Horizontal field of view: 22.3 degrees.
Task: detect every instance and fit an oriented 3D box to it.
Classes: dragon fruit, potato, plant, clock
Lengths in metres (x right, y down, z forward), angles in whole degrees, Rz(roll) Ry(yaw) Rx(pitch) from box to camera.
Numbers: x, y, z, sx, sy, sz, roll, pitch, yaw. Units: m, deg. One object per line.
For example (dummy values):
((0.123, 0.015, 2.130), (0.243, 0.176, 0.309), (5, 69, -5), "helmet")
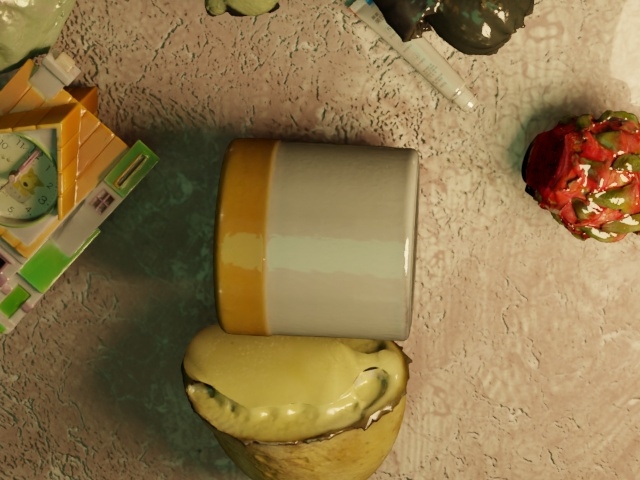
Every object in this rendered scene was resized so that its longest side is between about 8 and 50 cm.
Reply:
((0.342, -0.076, 1.931), (0.172, 0.166, 0.160), (19, 129, -22), "dragon fruit")
((-0.023, 0.220, 2.049), (0.285, 0.242, 0.242), (-6, 109, 0), "potato")
((0.129, -0.317, 1.870), (0.256, 0.142, 0.164), (40, 110, 4), "plant")
((-0.367, -0.077, 1.998), (0.235, 0.166, 0.309), (42, 112, -9), "clock")

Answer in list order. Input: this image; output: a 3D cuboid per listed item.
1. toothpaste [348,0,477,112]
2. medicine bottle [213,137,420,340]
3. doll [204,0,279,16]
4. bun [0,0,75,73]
((0.117, -0.229, 1.961), (0.190, 0.031, 0.048), (45, 111, -6), "toothpaste")
((0.000, 0.000, 1.947), (0.232, 0.238, 0.238), (3, 110, 4), "medicine bottle")
((-0.072, -0.361, 1.882), (0.143, 0.135, 0.234), (14, 115, -5), "doll")
((-0.431, -0.326, 1.910), (0.293, 0.187, 0.293), (2, 111, 4), "bun")
